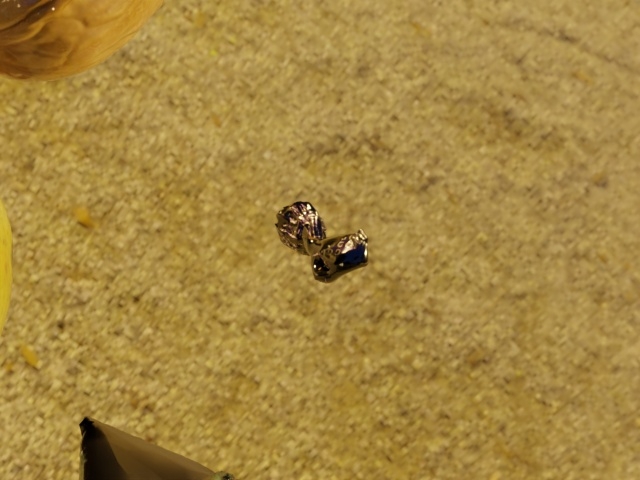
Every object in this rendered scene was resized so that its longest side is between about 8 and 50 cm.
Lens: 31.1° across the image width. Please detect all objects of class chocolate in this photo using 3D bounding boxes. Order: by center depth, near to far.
[{"bbox_3d":[-0.002,0.003,1.293,0.070,0.072,0.147,19,7,-24],"label":"chocolate"}]

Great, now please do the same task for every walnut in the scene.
[{"bbox_3d":[-0.199,-0.228,0.852,0.193,0.193,0.225,38,61,-3],"label":"walnut"}]

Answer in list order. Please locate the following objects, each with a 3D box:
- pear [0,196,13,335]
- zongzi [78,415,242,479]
[{"bbox_3d":[-0.439,0.027,0.925,0.362,0.362,0.418,53,7,15],"label":"pear"},{"bbox_3d":[-0.032,0.241,0.715,0.383,0.319,0.362,-5,45,-8],"label":"zongzi"}]
